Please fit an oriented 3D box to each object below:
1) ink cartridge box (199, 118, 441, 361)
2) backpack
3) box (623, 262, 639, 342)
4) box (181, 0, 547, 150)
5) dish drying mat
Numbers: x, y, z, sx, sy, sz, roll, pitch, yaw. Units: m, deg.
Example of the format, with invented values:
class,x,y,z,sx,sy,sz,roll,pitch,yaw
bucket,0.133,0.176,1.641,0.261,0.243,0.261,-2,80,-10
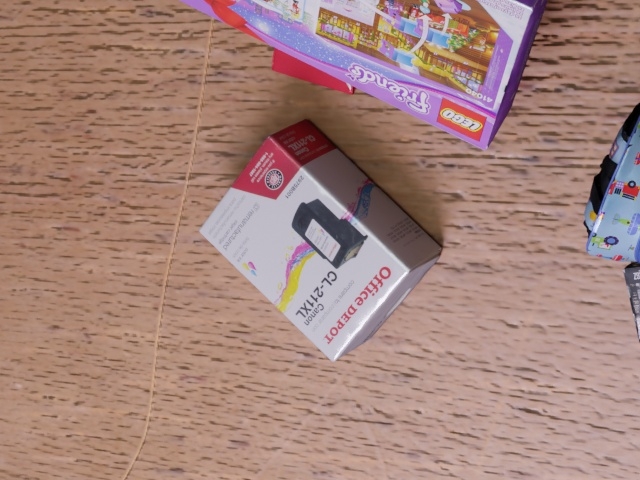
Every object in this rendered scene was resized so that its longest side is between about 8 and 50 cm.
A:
class,x,y,z,sx,sy,sz,roll,pitch,yaw
ink cartridge box,0.000,0.000,1.572,0.175,0.072,0.127,44,120,10
backpack,0.277,-0.047,1.351,0.117,0.173,0.158,28,116,18
box,0.298,0.048,1.460,0.083,0.018,0.067,-9,101,30
box,0.025,-0.201,1.356,0.293,0.057,0.201,27,153,8
dish drying mat,-0.005,-0.155,1.564,0.083,0.008,0.032,19,114,22
